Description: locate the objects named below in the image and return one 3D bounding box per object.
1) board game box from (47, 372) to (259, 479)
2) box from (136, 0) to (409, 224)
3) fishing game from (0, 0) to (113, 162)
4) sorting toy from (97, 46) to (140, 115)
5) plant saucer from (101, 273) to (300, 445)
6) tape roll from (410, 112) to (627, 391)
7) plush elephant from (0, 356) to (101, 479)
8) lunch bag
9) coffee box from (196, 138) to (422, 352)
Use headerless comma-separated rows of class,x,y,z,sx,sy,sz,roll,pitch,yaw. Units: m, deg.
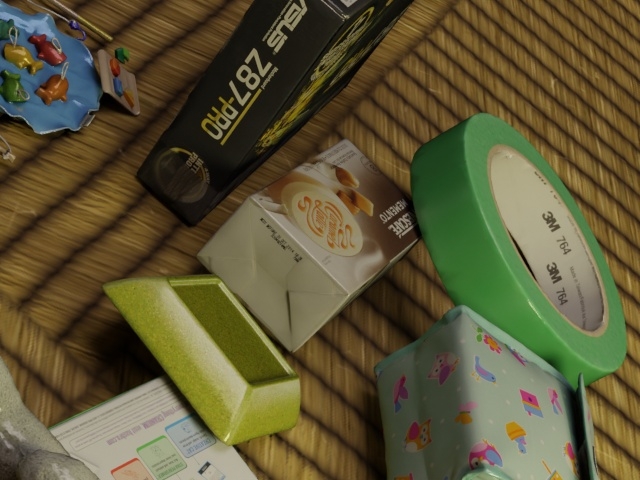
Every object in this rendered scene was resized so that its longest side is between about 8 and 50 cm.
board game box,-0.122,0.282,1.467,0.242,0.064,0.316,-22,69,-49
box,-0.003,-0.221,1.854,0.097,0.318,0.395,43,37,1
fishing game,-0.305,-0.185,1.790,0.189,0.041,0.264,36,38,-2
sorting toy,-0.214,-0.180,1.858,0.062,0.012,0.083,36,35,-52
plant saucer,-0.096,0.097,1.628,0.188,0.045,0.188,51,15,12
tape roll,0.222,0.016,1.927,0.321,0.077,0.321,43,29,-31
plush elephant,-0.233,0.292,1.191,0.330,0.272,0.255,42,27,-13
lunch bag,0.194,0.225,1.722,0.262,0.160,0.223,33,34,-28
coffee box,0.000,0.000,1.790,0.141,0.098,0.246,46,28,6
